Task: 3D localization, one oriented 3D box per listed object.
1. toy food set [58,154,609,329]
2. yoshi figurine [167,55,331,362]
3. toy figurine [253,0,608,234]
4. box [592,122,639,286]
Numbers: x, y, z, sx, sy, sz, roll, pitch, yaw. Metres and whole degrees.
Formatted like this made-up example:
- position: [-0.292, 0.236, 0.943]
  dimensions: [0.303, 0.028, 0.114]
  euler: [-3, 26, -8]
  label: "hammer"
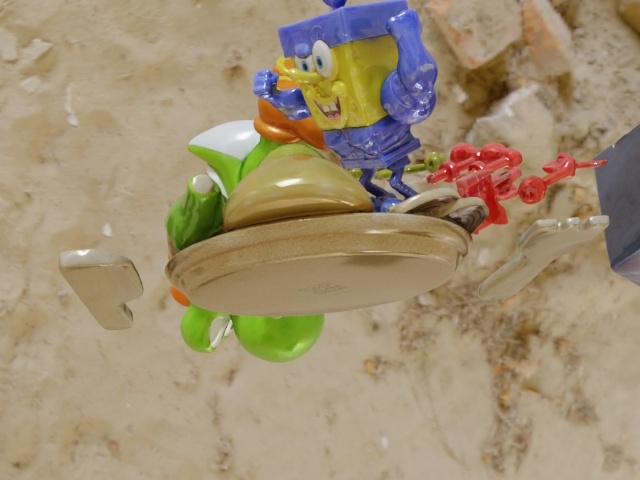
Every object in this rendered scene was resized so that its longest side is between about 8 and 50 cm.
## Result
- position: [0.000, 0.000, 0.395]
  dimensions: [0.192, 0.132, 0.038]
  euler: [-4, 74, -8]
  label: "toy food set"
- position: [-0.038, -0.006, 1.114]
  dimensions: [0.204, 0.203, 0.362]
  euler: [-1, 126, -39]
  label: "yoshi figurine"
- position: [0.041, -0.132, 0.838]
  dimensions: [0.191, 0.363, 0.217]
  euler: [-24, 105, -24]
  label: "toy figurine"
- position: [0.490, -0.044, 0.988]
  dimensions: [0.296, 0.294, 0.182]
  euler: [27, 45, -21]
  label: "box"
